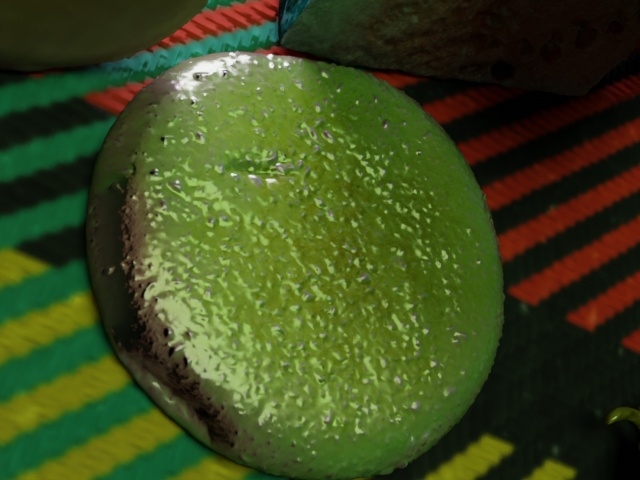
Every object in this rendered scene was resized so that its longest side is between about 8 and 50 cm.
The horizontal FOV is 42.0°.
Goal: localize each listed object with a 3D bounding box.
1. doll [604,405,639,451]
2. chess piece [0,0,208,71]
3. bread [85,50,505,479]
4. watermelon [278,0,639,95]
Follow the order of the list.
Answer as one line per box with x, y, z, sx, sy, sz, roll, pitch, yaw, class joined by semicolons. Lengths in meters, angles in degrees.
0.174;0.156;0.402;0.145;0.096;0.188;20;52;-28;doll
-0.141;-0.218;0.370;0.143;0.143;0.260;-6;69;-30;chess piece
0.000;0.000;0.407;0.229;0.033;0.228;10;66;-23;bread
0.109;-0.148;0.480;0.241;0.154;0.094;14;63;-38;watermelon
